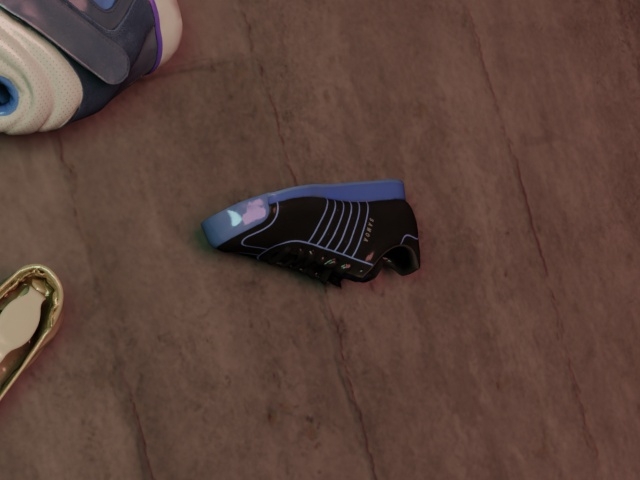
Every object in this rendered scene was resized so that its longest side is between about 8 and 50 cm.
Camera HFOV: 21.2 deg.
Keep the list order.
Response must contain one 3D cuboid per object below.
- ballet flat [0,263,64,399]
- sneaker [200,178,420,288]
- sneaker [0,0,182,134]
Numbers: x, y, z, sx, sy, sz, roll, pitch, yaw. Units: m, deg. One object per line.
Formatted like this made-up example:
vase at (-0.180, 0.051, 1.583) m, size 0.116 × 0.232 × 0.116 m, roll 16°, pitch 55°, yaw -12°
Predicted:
ballet flat at (-0.286, 0.112, 1.362) m, size 0.086 × 0.086 × 0.248 m, roll 46°, pitch 59°, yaw -16°
sneaker at (0.000, 0.000, 1.579) m, size 0.232 × 0.081 × 0.090 m, roll -8°, pitch 76°, yaw -36°
sneaker at (-0.269, -0.247, 1.429) m, size 0.236 × 0.130 × 0.323 m, roll -33°, pitch 103°, yaw -39°
